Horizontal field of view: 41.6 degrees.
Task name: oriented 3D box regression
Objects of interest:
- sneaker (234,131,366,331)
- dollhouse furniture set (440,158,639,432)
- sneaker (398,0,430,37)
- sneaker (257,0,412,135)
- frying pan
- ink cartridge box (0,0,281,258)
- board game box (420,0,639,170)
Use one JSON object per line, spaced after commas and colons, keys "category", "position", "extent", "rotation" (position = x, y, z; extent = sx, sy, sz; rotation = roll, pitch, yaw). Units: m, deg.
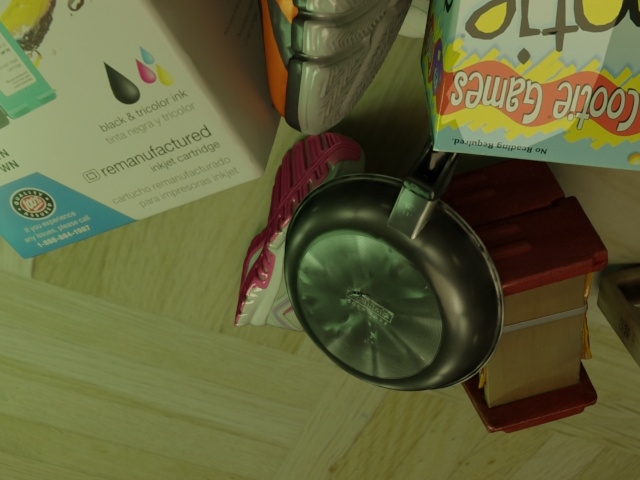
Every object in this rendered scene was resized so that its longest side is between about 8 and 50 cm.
{"category": "sneaker", "position": [0.000, 0.000, 0.796], "extent": [0.111, 0.103, 0.252], "rotation": [14, 139, -12]}
{"category": "dollhouse furniture set", "position": [0.293, 0.019, 0.764], "extent": [0.374, 0.152, 0.201], "rotation": [-14, 131, -3]}
{"category": "sneaker", "position": [0.153, -0.160, 0.580], "extent": [0.305, 0.114, 0.152], "rotation": [25, 159, -17]}
{"category": "sneaker", "position": [-0.031, -0.226, 0.473], "extent": [0.180, 0.124, 0.321], "rotation": [22, 126, 19]}
{"category": "frying pan", "position": [0.082, 0.010, 0.626], "extent": [0.197, 0.053, 0.326], "rotation": [48, 133, 2]}
{"category": "ink cartridge box", "position": [-0.167, -0.168, 0.529], "extent": [0.198, 0.197, 0.270], "rotation": [-17, 127, 23]}
{"category": "board game box", "position": [0.140, -0.189, 0.414], "extent": [0.144, 0.142, 0.275], "rotation": [6, 121, 1]}
